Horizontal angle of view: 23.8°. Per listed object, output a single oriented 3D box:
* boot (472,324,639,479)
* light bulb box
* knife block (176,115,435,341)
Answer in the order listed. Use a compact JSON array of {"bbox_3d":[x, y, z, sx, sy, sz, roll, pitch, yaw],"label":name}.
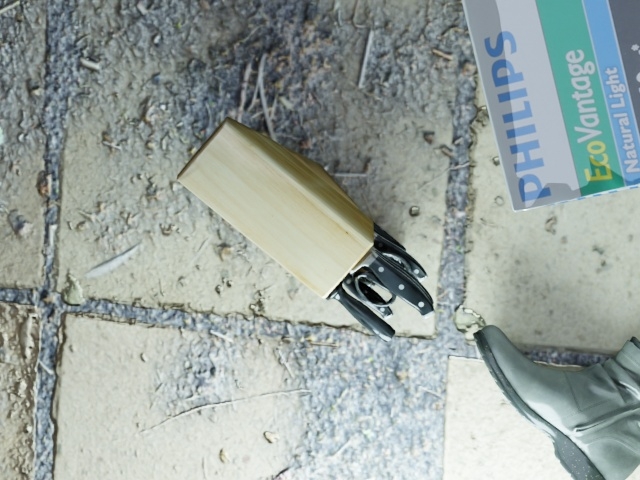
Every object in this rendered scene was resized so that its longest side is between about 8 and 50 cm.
[{"bbox_3d":[0.299,0.158,1.712,0.161,0.083,0.246,-40,92,6],"label":"boot"},{"bbox_3d":[0.277,-0.230,1.525,0.225,0.361,0.358,-13,93,14],"label":"light bulb box"},{"bbox_3d":[0.000,0.000,1.677,0.088,0.275,0.242,-49,55,12],"label":"knife block"}]
